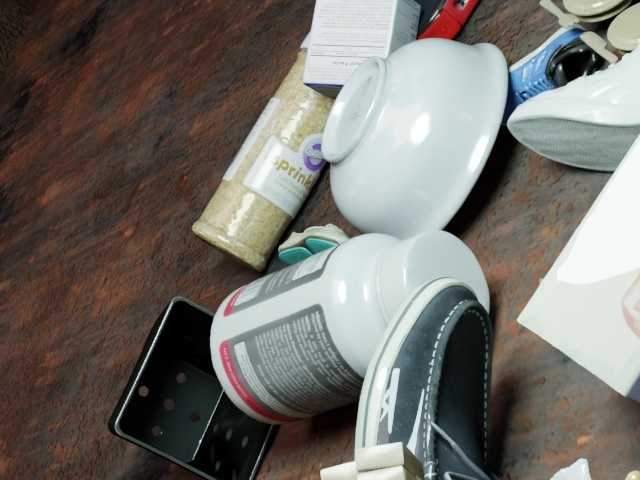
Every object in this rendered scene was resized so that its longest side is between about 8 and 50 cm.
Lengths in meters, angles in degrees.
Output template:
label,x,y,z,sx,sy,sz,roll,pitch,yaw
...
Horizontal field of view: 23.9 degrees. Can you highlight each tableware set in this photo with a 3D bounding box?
label,x,y,z,sx,sy,sz,roll,pitch,yaw
tableware set,0.349,-0.257,1.737,0.128,0.039,0.194,-32,36,0

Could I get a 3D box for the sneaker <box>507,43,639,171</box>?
label,x,y,z,sx,sy,sz,roll,pitch,yaw
sneaker,0.344,-0.170,1.604,0.292,0.108,0.169,1,59,46

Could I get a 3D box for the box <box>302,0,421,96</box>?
label,x,y,z,sx,sy,sz,roll,pitch,yaw
box,0.056,-0.263,2.031,0.126,0.072,0.137,6,82,30

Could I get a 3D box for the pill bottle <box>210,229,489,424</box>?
label,x,y,z,sx,sy,sz,roll,pitch,yaw
pill bottle,0.033,0.094,1.718,0.318,0.176,0.176,-24,41,45

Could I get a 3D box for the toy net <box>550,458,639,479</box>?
label,x,y,z,sx,sy,sz,roll,pitch,yaw
toy net,0.280,0.256,1.312,0.232,0.045,0.122,3,92,61

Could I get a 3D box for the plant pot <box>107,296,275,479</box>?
label,x,y,z,sx,sy,sz,roll,pitch,yaw
plant pot,-0.168,0.202,1.930,0.167,0.187,0.188,-21,43,64

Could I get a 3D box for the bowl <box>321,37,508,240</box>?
label,x,y,z,sx,sy,sz,roll,pitch,yaw
bowl,0.092,-0.134,1.856,0.298,0.134,0.298,-51,24,33

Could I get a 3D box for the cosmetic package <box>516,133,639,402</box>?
label,x,y,z,sx,sy,sz,roll,pitch,yaw
cosmetic package,0.325,-0.006,1.321,0.129,0.153,0.296,37,98,34

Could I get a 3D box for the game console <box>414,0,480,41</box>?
label,x,y,z,sx,sy,sz,roll,pitch,yaw
game console,0.175,-0.441,2.191,0.386,0.060,0.342,-57,28,-4

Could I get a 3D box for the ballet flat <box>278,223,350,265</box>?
label,x,y,z,sx,sy,sz,roll,pitch,yaw
ballet flat,0.000,0.000,2.002,0.168,0.057,0.052,-6,46,55

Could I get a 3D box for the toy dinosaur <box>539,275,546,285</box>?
label,x,y,z,sx,sy,sz,roll,pitch,yaw
toy dinosaur,0.305,0.045,1.472,0.268,0.064,0.118,-25,26,45

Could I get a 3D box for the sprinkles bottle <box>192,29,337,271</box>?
label,x,y,z,sx,sy,sz,roll,pitch,yaw
sprinkles bottle,-0.043,-0.133,2.138,0.355,0.121,0.121,-59,28,-5

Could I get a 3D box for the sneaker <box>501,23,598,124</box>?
label,x,y,z,sx,sy,sz,roll,pitch,yaw
sneaker,0.264,-0.186,1.779,0.152,0.058,0.084,-41,22,13

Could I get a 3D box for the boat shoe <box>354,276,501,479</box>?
label,x,y,z,sx,sy,sz,roll,pitch,yaw
boat shoe,0.118,0.266,1.404,0.156,0.187,0.500,-7,57,30

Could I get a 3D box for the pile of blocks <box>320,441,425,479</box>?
label,x,y,z,sx,sy,sz,roll,pitch,yaw
pile of blocks,0.135,0.281,1.217,0.362,0.112,0.149,24,78,25
